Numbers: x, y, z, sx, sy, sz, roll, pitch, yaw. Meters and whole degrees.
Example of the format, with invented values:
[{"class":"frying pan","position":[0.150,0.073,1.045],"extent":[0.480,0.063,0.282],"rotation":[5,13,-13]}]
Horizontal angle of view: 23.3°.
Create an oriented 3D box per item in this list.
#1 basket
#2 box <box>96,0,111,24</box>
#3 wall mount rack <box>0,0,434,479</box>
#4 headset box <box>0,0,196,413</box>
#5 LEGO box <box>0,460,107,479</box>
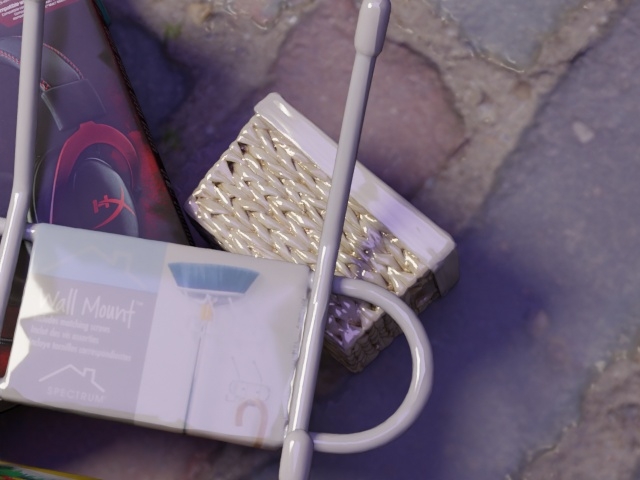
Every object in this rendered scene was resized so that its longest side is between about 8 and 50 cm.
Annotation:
[{"class":"basket","position":[0.000,0.000,1.053],"extent":[0.167,0.113,0.103],"rotation":[40,83,14]},{"class":"box","position":[-0.286,-0.144,1.143],"extent":[0.244,0.060,0.100],"rotation":[-34,74,-5]},{"class":"wall mount rack","position":[-0.091,-0.002,0.927],"extent":[0.350,0.130,0.304],"rotation":[9,76,-1]},{"class":"headset box","position":[-0.218,-0.040,1.045],"extent":[0.218,0.110,0.293],"rotation":[-21,89,-4]},{"class":"LEGO box","position":[-0.321,0.301,0.885],"extent":[0.500,0.193,0.372],"rotation":[10,90,1]}]
